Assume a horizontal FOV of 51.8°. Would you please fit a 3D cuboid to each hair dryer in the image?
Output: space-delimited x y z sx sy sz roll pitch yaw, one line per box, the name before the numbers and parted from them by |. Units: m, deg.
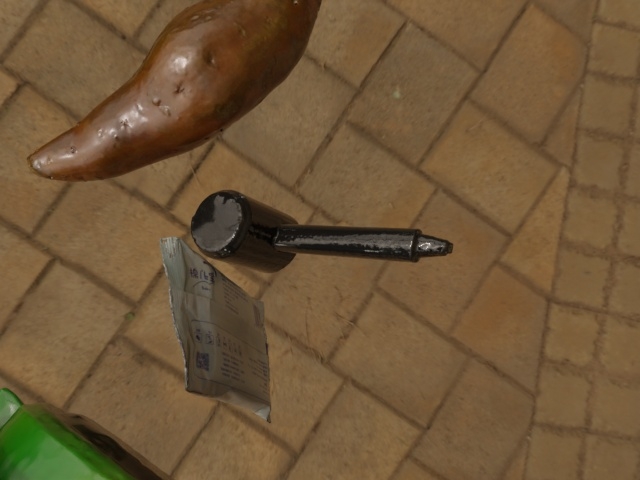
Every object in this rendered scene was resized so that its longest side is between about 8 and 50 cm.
hair dryer | 0.001 0.001 0.636 0.248 0.114 0.070 6 81 30

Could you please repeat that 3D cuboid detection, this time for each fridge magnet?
fridge magnet | -0.109 0.155 0.335 0.208 0.208 0.088 38 69 -2

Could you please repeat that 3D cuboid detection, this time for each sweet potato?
sweet potato | -0.107 -0.156 0.613 0.359 0.112 0.112 -44 92 -5

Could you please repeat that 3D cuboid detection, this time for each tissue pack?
tissue pack | -0.079 0.081 0.559 0.026 0.193 0.122 -14 65 12
